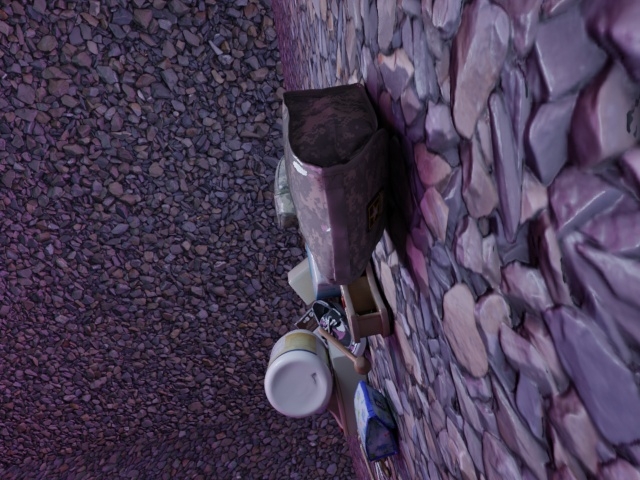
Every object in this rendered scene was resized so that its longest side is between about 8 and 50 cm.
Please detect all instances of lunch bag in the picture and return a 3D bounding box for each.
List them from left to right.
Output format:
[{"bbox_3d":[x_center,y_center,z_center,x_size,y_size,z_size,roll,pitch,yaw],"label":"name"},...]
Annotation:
[{"bbox_3d":[-0.096,-0.209,1.699,0.305,0.212,0.256,110,149,-80],"label":"lunch bag"},{"bbox_3d":[0.027,-0.097,0.680,0.287,0.169,0.235,-98,2,-47],"label":"lunch bag"},{"bbox_3d":[0.136,0.460,1.043,0.129,0.096,0.151,-110,1,-68],"label":"lunch bag"}]

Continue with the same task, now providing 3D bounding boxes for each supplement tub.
[{"bbox_3d":[-0.076,0.465,1.469,0.316,0.228,0.228,-104,4,-85],"label":"supplement tub"}]

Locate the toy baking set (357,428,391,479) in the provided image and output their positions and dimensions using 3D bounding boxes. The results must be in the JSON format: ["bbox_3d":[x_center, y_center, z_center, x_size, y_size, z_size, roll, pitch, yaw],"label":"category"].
[{"bbox_3d":[0.163,0.625,1.182,0.197,0.030,0.256,63,-170,9],"label":"toy baking set"}]

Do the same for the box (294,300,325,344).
[{"bbox_3d":[-0.008,0.394,1.901,0.167,0.168,0.203,45,170,4],"label":"box"}]

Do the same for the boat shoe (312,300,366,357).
[{"bbox_3d":[0.049,0.277,1.315,0.108,0.102,0.301,-66,24,11],"label":"boat shoe"}]

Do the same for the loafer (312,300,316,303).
[{"bbox_3d":[0.017,0.249,2.164,0.268,0.092,0.102,106,154,-43],"label":"loafer"}]

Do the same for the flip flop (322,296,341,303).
[{"bbox_3d":[0.050,0.235,1.723,0.112,0.080,0.277,51,164,12],"label":"flip flop"}]

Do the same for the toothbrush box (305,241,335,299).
[{"bbox_3d":[0.026,0.061,1.325,0.295,0.126,0.216,90,169,-71],"label":"toothbrush box"}]

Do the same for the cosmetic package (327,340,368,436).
[{"bbox_3d":[0.107,0.508,1.435,0.160,0.113,0.309,-117,16,-78],"label":"cosmetic package"}]

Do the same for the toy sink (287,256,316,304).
[{"bbox_3d":[0.001,0.123,1.591,0.131,0.234,0.153,50,180,-12],"label":"toy sink"}]

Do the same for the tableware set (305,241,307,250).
[{"bbox_3d":[-0.039,-0.032,1.963,0.141,0.020,0.169,-36,64,38],"label":"tableware set"}]

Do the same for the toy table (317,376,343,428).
[{"bbox_3d":[0.055,0.631,1.656,0.274,0.161,0.252,140,143,-69],"label":"toy table"}]

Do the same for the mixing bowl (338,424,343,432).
[{"bbox_3d":[0.132,0.883,2.075,0.181,0.098,0.181,169,90,-86],"label":"mixing bowl"}]

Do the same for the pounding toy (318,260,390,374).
[{"bbox_3d":[0.061,0.154,0.891,0.154,0.155,0.269,78,179,-66],"label":"pounding toy"}]

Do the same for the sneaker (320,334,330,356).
[{"bbox_3d":[0.075,0.394,1.700,0.330,0.122,0.146,83,-168,-51],"label":"sneaker"}]
